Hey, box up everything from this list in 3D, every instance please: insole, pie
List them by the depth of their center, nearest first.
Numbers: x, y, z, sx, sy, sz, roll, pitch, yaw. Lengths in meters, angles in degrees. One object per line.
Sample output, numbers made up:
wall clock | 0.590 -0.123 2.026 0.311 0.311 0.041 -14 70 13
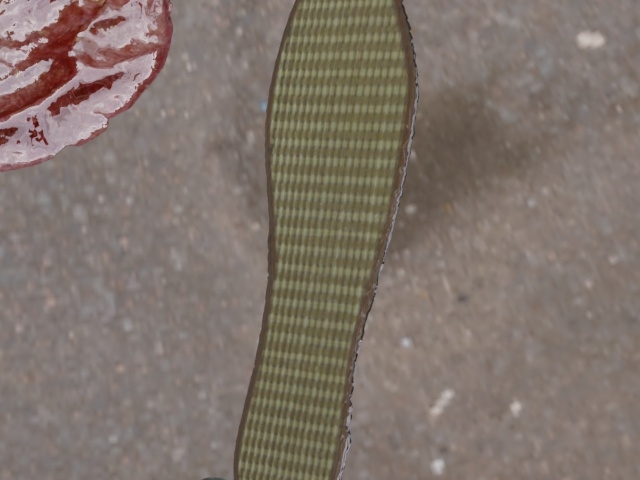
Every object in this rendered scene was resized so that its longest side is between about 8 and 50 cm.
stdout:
pie | -0.128 -0.086 0.656 0.153 0.038 0.153 -9 134 -9
insole | 0.000 0.000 0.783 0.005 0.086 0.253 4 94 -47

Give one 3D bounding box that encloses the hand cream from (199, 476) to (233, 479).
hand cream | -0.103 0.215 0.959 0.052 0.248 0.075 30 145 13
